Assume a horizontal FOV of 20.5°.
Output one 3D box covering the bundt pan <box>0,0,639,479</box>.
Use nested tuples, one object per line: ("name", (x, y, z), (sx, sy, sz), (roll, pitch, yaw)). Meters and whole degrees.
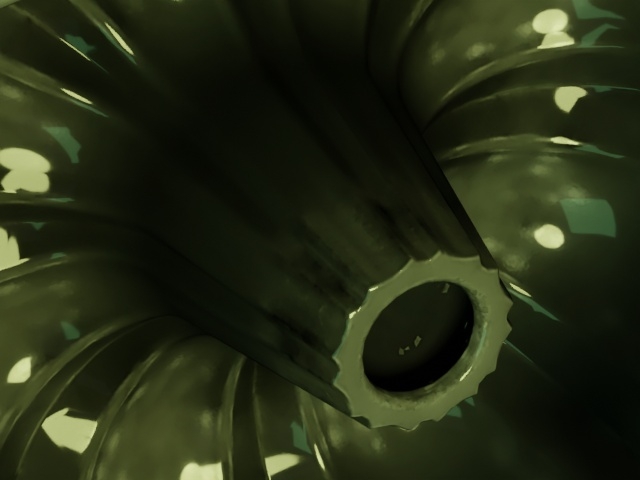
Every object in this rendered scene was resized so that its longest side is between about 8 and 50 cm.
("bundt pan", (0.000, 0.000, 0.507), (0.124, 0.331, 0.331), (45, 157, 50))

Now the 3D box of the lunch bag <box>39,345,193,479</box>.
("lunch bag", (-0.204, 0.062, 0.693), (0.385, 0.239, 0.328), (8, 122, 20))
